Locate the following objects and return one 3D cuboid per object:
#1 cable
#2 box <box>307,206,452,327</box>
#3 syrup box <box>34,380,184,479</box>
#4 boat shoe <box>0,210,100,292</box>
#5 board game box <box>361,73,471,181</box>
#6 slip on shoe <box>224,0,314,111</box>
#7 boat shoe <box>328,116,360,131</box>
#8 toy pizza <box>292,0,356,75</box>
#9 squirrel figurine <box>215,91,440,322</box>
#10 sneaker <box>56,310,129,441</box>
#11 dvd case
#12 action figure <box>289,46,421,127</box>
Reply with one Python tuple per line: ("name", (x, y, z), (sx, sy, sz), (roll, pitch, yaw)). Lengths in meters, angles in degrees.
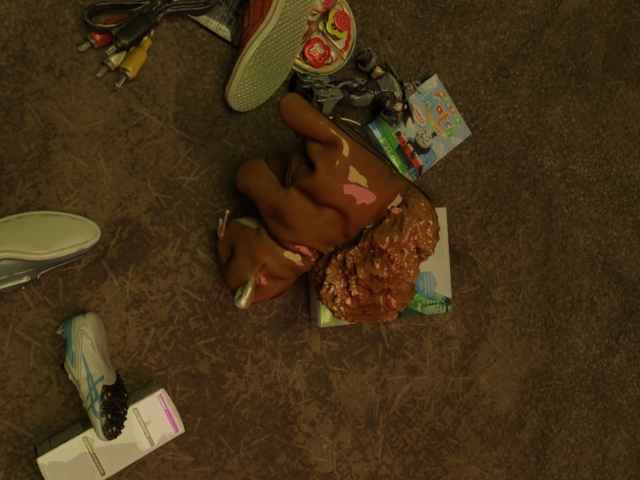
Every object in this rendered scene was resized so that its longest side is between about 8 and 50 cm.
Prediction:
("cable", (-0.319, -0.412, 1.322), (0.139, 0.072, 0.287), (46, 66, -3))
("box", (0.126, 0.051, 1.507), (0.322, 0.058, 0.232), (-4, 91, -23))
("syrup box", (-0.369, 0.349, 1.258), (0.236, 0.093, 0.096), (-27, 99, -23))
("boat shoe", (-0.532, 0.034, 1.208), (0.319, 0.116, 0.099), (-16, 139, -30))
("board game box", (0.212, -0.240, 1.563), (0.211, 0.039, 0.160), (-40, 104, -21))
("slip on shoe", (-0.103, -0.406, 1.383), (0.123, 0.101, 0.331), (13, 102, -53))
("boat shoe", (0.017, -0.233, 1.469), (0.137, 0.049, 0.043), (4, 90, -22))
("toy pizza", (-0.012, -0.439, 1.468), (0.201, 0.032, 0.201), (0, 89, -24))
("squirrel figurine", (0.000, 0.000, 1.290), (0.397, 0.281, 0.370), (41, 102, 8))
("sneaker", (-0.390, 0.235, 1.217), (0.086, 0.085, 0.237), (-28, 61, 6))
("dvd case", (-0.215, -0.496, 1.386), (0.221, 0.018, 0.165), (28, 79, -22))
("action figure", (0.087, -0.303, 1.454), (0.285, 0.099, 0.185), (-10, 54, -24))
